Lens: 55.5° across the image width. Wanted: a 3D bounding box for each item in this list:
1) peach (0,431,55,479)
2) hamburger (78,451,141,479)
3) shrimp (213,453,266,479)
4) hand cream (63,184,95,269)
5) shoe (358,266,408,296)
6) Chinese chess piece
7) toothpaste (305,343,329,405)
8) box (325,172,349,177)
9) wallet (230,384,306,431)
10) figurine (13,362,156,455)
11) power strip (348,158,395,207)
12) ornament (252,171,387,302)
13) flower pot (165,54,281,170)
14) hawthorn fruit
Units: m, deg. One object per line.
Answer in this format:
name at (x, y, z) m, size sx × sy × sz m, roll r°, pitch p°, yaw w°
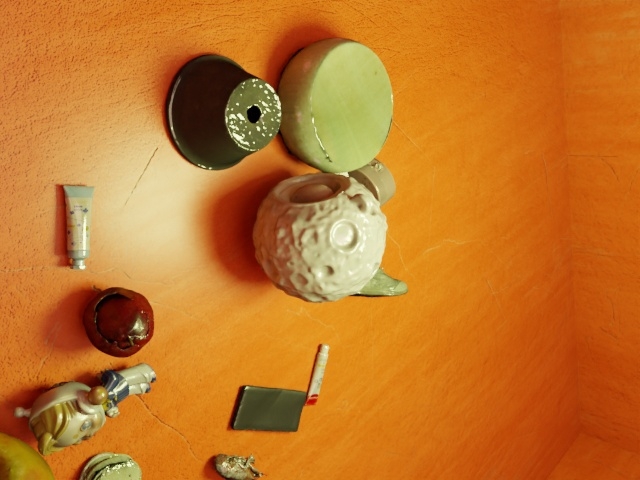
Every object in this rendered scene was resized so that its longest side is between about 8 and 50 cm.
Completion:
peach at (-0.612, 0.503, 1.067) m, size 0.307 × 0.308 × 0.332 m, roll -14°, pitch 132°, yaw -42°
hamburger at (-0.473, 0.545, 1.371) m, size 0.140 × 0.062 × 0.133 m, roll 22°, pitch 85°, yaw -47°
shrimp at (-0.214, 0.615, 1.637) m, size 0.190 × 0.075 × 0.073 m, roll 28°, pitch 47°, yaw -37°
hand cream at (-0.492, -0.026, 1.239) m, size 0.065 × 0.043 × 0.171 m, roll -2°, pitch 98°, yaw -44°
shoe at (0.170, 0.127, 1.882) m, size 0.275 × 0.103 × 0.098 m, roll 10°, pitch 81°, yaw -46°
Chinese chess piece at (0.041, -0.355, 1.615) m, size 0.349 × 0.146 × 0.349 m, roll -11°, pitch 106°, yaw -43°
toothpaste at (-0.007, 0.403, 1.817) m, size 0.048 × 0.031 × 0.190 m, roll 10°, pitch 95°, yaw -48°
box at (0.045, -0.140, 1.728) m, size 0.091 × 0.031 × 0.126 m, roll -28°, pitch 119°, yaw -12°
wallet at (-0.140, 0.472, 1.704) m, size 0.244 × 0.025 × 0.124 m, roll 19°, pitch 85°, yaw -43°
figurine at (-0.476, 0.333, 1.276) m, size 0.274 × 0.133 × 0.194 m, roll -34°, pitch 163°, yaw -31°
power strip at (0.136, -0.163, 1.743) m, size 0.078 × 0.154 × 0.154 m, roll -38°, pitch 123°, yaw -28°
ornament at (0.000, 0.000, 1.524) m, size 0.337 × 0.337 × 0.337 m, roll -12°, pitch 107°, yaw -42°
flower pot at (-0.197, -0.290, 1.387) m, size 0.269 × 0.166 × 0.269 m, roll -10°, pitch 104°, yaw -44°
hawthorn fruit at (-0.416, 0.178, 1.271) m, size 0.148 × 0.172 × 0.148 m, roll -12°, pitch 120°, yaw -21°
